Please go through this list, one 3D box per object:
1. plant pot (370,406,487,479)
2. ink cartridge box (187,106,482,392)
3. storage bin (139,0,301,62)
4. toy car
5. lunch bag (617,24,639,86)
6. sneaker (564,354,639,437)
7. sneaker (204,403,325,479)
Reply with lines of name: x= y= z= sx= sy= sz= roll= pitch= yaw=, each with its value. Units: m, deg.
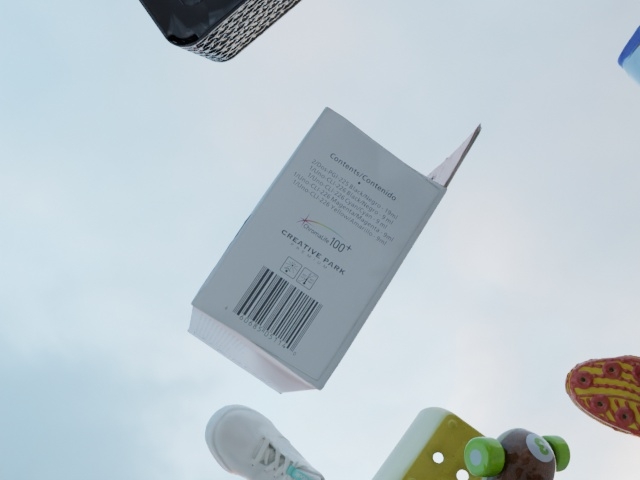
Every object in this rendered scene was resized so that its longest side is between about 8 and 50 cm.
plant pot: x=0.204 y=0.384 z=1.605 sx=0.212 sy=0.212 sz=0.187 roll=-51 pitch=-11 yaw=-21
ink cartridge box: x=0.000 y=0.000 z=0.980 sx=0.272 sy=0.130 sz=0.309 roll=-56 pitch=2 yaw=-13
storage bin: x=-0.070 y=-0.251 z=0.863 sx=0.180 sy=0.122 sz=0.084 roll=-37 pitch=-10 yaw=13
toy car: x=0.293 y=0.333 z=1.298 sx=0.155 sy=0.188 sz=0.149 roll=7 pitch=-84 yaw=-35
lunch bag: x=0.590 y=-0.156 z=1.130 sx=0.385 sy=0.328 sz=0.239 roll=19 pitch=-59 yaw=-21
sneaker: x=0.273 y=0.131 z=0.796 sx=0.175 sy=0.064 sz=0.067 roll=12 pitch=-18 yaw=-4
sneaker: x=-0.043 y=0.268 z=1.198 sx=0.212 sy=0.094 sz=0.080 roll=47 pitch=-113 yaw=-28
